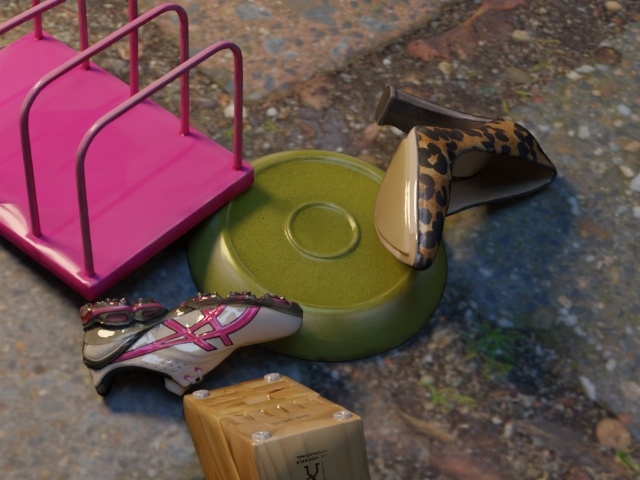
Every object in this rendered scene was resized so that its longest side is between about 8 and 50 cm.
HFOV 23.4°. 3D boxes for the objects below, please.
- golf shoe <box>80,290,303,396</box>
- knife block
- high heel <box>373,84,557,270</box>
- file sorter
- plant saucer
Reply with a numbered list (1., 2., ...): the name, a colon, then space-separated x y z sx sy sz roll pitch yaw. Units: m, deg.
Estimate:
1. golf shoe: -0.105 0.086 1.291 0.186 0.067 0.086 -5 85 -4
2. knife block: -0.015 0.244 1.179 0.088 0.242 0.275 -11 9 -19
3. high heel: 0.144 -0.039 1.385 0.186 0.093 0.261 20 35 -14
4. file sorter: -0.230 -0.134 1.343 0.290 0.182 0.202 33 53 26
5. plant saucer: 0.000 0.000 1.394 0.241 0.037 0.241 5 51 -6
